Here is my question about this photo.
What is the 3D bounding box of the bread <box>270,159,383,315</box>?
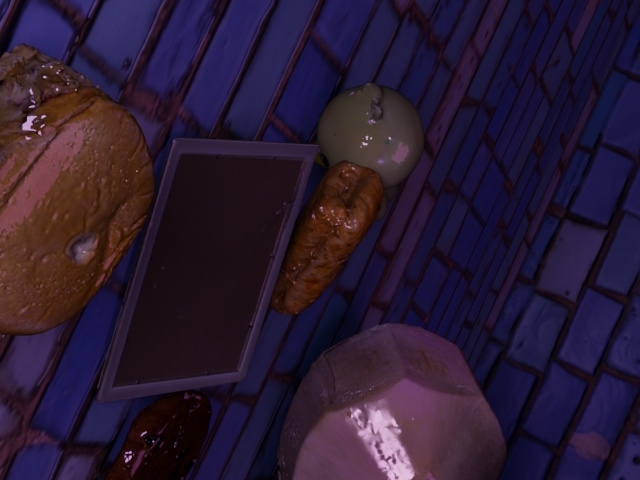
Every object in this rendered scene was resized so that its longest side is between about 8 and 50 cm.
[{"bbox_3d":[0.000,0.000,1.712,0.211,0.083,0.114,-56,-178,46],"label":"bread"}]

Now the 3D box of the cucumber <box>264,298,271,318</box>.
[{"bbox_3d":[-0.087,0.051,1.669,0.115,0.063,0.244,-39,149,-54],"label":"cucumber"}]

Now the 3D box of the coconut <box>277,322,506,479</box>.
[{"bbox_3d":[0.102,0.302,2.127,0.353,0.352,0.353,-54,158,-33],"label":"coconut"}]

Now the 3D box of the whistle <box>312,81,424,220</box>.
[{"bbox_3d":[0.043,-0.095,1.798,0.141,0.141,0.294,-55,177,-31],"label":"whistle"}]

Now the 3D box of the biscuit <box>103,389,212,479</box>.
[{"bbox_3d":[-0.192,0.254,1.647,0.192,0.049,0.192,-47,156,-29],"label":"biscuit"}]

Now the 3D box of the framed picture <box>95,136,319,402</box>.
[{"bbox_3d":[-0.121,0.028,1.525,0.232,0.019,0.296,-1,114,-52],"label":"framed picture"}]

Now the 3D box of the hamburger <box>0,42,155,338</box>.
[{"bbox_3d":[-0.229,-0.032,1.073,0.215,0.122,0.189,-61,155,-3],"label":"hamburger"}]
